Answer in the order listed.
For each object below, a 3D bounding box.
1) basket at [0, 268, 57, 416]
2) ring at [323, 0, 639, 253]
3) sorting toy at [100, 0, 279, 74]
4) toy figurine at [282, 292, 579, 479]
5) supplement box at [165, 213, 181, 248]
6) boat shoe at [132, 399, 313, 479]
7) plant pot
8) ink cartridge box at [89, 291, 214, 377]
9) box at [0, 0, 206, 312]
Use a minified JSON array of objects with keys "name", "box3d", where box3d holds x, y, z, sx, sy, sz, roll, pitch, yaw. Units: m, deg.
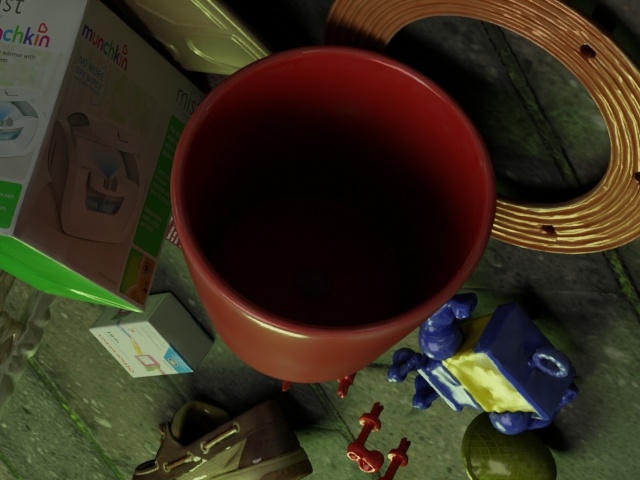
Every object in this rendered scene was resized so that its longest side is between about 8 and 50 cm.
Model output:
[{"name":"basket","box3d":[-0.455,-0.021,2.030,0.331,0.328,0.266,14,159,25]},{"name":"ring","box3d":[0.154,-0.117,1.677,0.337,0.032,0.336,23,146,17]},{"name":"sorting toy","box3d":[-0.184,-0.213,1.787,0.307,0.041,0.229,10,166,34]},{"name":"toy figurine","box3d":[0.167,0.164,1.899,0.217,0.191,0.362,-16,124,45]},{"name":"supplement box","box3d":[-0.106,-0.036,1.972,0.188,0.081,0.104,35,148,0]},{"name":"boat shoe","box3d":[-0.136,0.252,2.372,0.342,0.123,0.123,-18,91,58]},{"name":"plant pot","box3d":[0.000,0.000,1.721,0.275,0.275,0.243,31,157,6]},{"name":"ink cartridge box","box3d":[-0.199,0.112,2.279,0.122,0.052,0.088,-9,128,49]},{"name":"box","box3d":[-0.237,-0.083,1.785,0.127,0.231,0.262,11,167,24]}]
